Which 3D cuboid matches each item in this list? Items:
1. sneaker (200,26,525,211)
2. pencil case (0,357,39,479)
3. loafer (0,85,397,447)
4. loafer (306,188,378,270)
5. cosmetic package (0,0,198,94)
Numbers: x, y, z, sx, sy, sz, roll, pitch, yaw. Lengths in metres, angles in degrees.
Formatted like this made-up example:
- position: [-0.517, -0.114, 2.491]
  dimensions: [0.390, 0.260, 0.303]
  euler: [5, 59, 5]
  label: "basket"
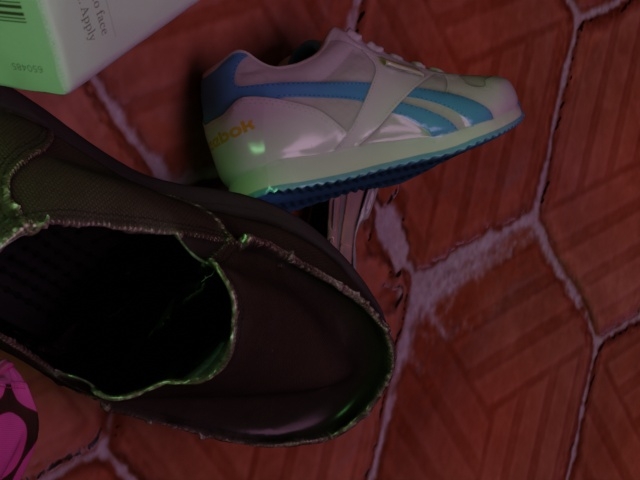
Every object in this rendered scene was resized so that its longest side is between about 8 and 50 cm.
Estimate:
- position: [0.031, -0.079, 1.110]
  dimensions: [0.229, 0.087, 0.092]
  euler: [-14, 81, -43]
  label: "sneaker"
- position: [-0.187, 0.082, 0.822]
  dimensions: [0.098, 0.095, 0.209]
  euler: [-60, 171, -1]
  label: "pencil case"
- position: [-0.082, 0.043, 0.951]
  dimensions: [0.366, 0.130, 0.134]
  euler: [24, 108, -45]
  label: "loafer"
- position: [0.000, 0.000, 1.147]
  dimensions: [0.039, 0.045, 0.125]
  euler: [30, 67, -33]
  label: "loafer"
- position: [-0.126, -0.179, 0.853]
  dimensions: [0.184, 0.151, 0.151]
  euler: [-41, 129, -39]
  label: "cosmetic package"
